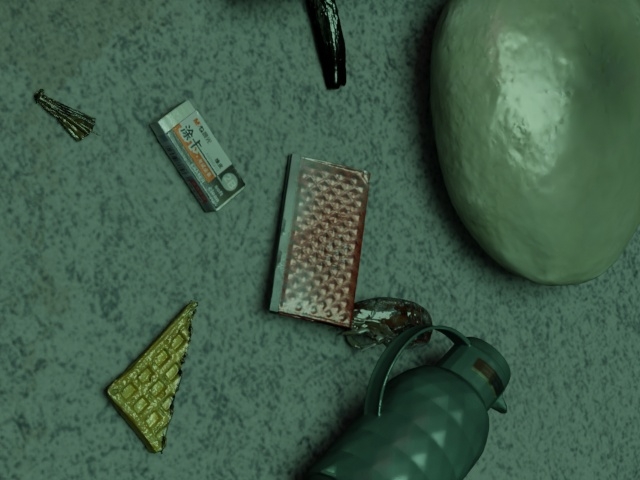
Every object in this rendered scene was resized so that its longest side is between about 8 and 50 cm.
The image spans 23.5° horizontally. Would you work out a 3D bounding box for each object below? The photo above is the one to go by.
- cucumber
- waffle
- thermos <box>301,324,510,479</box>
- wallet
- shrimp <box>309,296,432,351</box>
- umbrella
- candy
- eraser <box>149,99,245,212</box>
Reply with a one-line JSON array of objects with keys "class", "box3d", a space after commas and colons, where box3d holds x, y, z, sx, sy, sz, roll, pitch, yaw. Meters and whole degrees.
[{"class": "cucumber", "box3d": [0.012, -0.249, 1.847, 0.033, 0.034, 0.135, -18, 94, -38]}, {"class": "waffle", "box3d": [-0.162, 0.149, 1.694, 0.097, 0.023, 0.152, 52, 61, -18]}, {"class": "thermos", "box3d": [0.106, 0.217, 1.784, 0.286, 0.145, 0.182, -47, 117, -29]}, {"class": "wallet", "box3d": [0.000, 0.000, 1.792, 0.103, 0.020, 0.196, 11, 70, -13]}, {"class": "shrimp", "box3d": [0.060, 0.100, 1.822, 0.165, 0.056, 0.065, -2, 105, -21]}, {"class": "umbrella", "box3d": [-0.274, -0.135, 1.661, 0.083, 0.020, 0.031, 34, 107, -25]}, {"class": "candy", "box3d": [0.305, -0.155, 1.942, 0.386, 0.186, 0.427, 6, 85, -36]}, {"class": "eraser", "box3d": [-0.138, -0.095, 1.735, 0.052, 0.029, 0.122, -40, 106, -30]}]
